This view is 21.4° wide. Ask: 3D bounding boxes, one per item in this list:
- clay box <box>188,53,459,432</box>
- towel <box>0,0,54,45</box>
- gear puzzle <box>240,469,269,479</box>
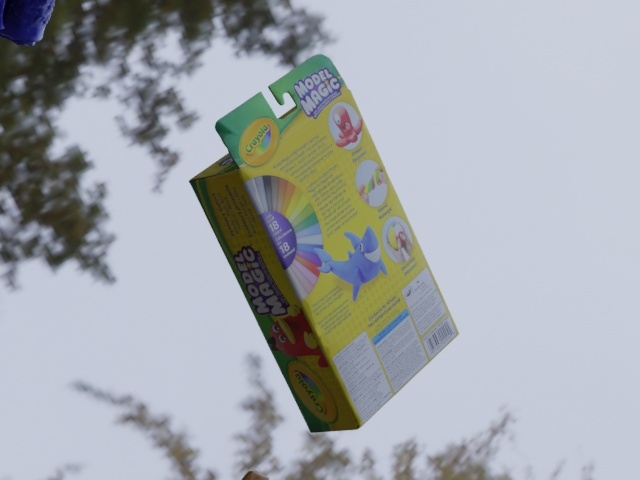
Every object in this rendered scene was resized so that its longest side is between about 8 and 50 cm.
[{"bbox_3d":[0.000,0.000,1.123,0.053,0.127,0.222,-12,-71,44],"label":"clay box"},{"bbox_3d":[-0.235,-0.297,1.053,0.227,0.076,0.308,26,-67,7],"label":"towel"},{"bbox_3d":[-0.093,0.182,0.502,0.044,0.339,0.175,31,-46,2],"label":"gear puzzle"}]
